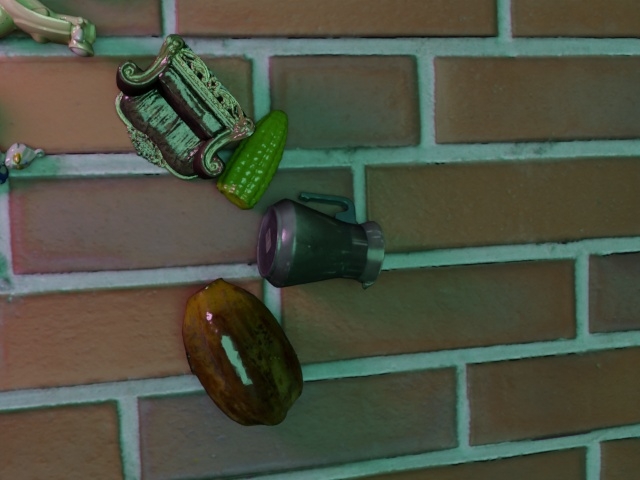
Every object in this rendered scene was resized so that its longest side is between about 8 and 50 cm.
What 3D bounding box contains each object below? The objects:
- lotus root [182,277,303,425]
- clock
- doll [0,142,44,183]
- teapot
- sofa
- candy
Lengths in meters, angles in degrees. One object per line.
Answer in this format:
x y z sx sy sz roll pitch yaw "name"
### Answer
-0.162 0.213 1.487 0.193 0.193 0.291 -30 103 -10 "lotus root"
-0.476 -0.487 1.387 0.276 0.120 0.379 33 85 -8 "clock"
-0.615 -0.135 1.396 0.227 0.057 0.114 -21 127 -16 "doll"
0.000 0.000 1.520 0.225 0.171 0.203 7 62 -21 "teapot"
-0.264 -0.223 1.412 0.182 0.200 0.258 -43 103 -10 "sofa"
-0.123 -0.163 1.506 0.096 0.096 0.210 30 80 -14 "candy"
